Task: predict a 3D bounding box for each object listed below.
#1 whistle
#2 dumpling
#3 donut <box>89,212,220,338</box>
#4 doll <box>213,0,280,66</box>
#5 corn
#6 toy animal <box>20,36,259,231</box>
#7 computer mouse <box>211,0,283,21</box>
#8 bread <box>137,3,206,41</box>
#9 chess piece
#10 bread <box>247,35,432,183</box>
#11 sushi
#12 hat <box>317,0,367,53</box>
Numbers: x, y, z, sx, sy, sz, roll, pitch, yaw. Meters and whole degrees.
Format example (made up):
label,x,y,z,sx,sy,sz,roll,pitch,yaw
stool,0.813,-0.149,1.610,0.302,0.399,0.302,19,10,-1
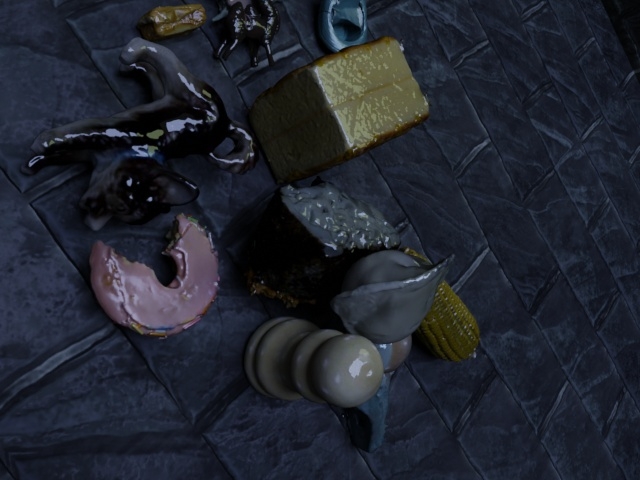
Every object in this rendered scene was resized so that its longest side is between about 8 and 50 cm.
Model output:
label,x,y,z,sx,sy,sz,roll,pitch,yaw
whistle,0.091,0.271,1.179,0.189,0.189,0.347,5,88,-36
dumpling,0.148,0.081,1.035,0.175,0.227,0.243,46,30,-8
donut,-0.283,0.069,0.989,0.233,0.085,0.199,-22,93,-39
doll,-0.146,-0.455,1.201,0.139,0.057,0.165,1,104,-37
corn,0.255,0.157,1.310,0.387,0.144,0.143,46,55,-35
toy animal,-0.282,-0.150,0.976,0.303,0.194,0.344,39,64,-18
computer mouse,-0.139,-0.620,1.248,0.199,0.115,0.389,40,57,-19
bread,-0.291,-0.431,1.111,0.132,0.074,0.053,-30,109,-36
chess piece,-0.009,0.222,1.015,0.167,0.300,0.166,3,83,-30
bread,0.033,-0.271,1.196,0.279,0.279,0.207,-31,101,-35
sushi,0.000,0.000,1.156,0.349,0.207,0.234,3,42,-48
hat,0.053,-0.546,1.402,0.138,0.078,0.190,-1,99,-29
